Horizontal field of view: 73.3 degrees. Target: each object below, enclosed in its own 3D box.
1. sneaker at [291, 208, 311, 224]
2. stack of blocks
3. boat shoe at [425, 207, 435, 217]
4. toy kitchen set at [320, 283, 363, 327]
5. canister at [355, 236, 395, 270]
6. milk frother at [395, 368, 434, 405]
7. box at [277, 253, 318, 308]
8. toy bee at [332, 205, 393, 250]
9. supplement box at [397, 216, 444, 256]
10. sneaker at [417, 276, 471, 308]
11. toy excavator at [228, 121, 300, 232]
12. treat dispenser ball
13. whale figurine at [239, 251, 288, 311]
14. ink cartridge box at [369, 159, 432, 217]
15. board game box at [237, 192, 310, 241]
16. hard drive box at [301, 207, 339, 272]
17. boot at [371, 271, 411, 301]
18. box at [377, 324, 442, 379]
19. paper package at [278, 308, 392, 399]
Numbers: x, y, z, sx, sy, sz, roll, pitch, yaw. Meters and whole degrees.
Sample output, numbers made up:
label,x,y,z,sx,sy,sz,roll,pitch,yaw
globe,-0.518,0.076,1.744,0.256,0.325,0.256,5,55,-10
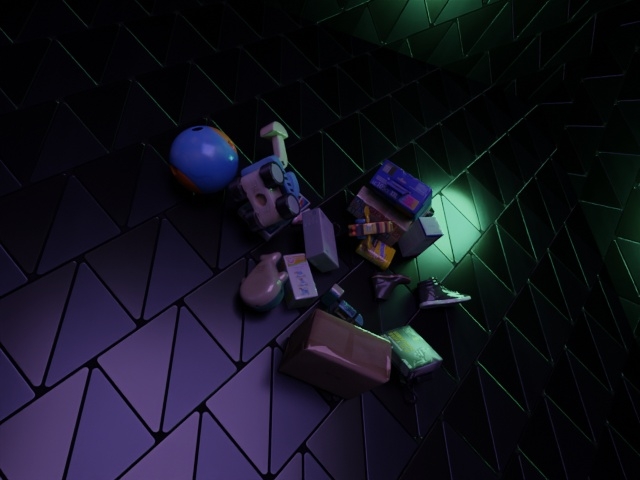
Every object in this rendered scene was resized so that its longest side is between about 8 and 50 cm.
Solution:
label,x,y,z,sx,sy,sz,roll,pitch,yaw
sneaker,-0.073,-0.099,2.044,0.070,0.051,0.134,44,48,12
stack of blocks,0.282,-0.114,2.146,0.297,0.171,0.087,36,52,0
boat shoe,0.505,-0.235,2.367,0.301,0.102,0.108,49,53,8
toy kitchen set,0.074,0.323,1.811,0.207,0.122,0.166,41,52,3
canister,0.266,0.052,2.100,0.169,0.073,0.126,32,52,-2
milk frother,0.407,0.604,1.826,0.134,0.129,0.143,-6,107,-27
box,-0.101,0.171,1.826,0.103,0.114,0.203,-6,63,-25
toy bee,0.193,-0.041,1.996,0.298,0.162,0.195,-27,93,7
supplement box,0.494,-0.016,2.155,0.111,0.220,0.114,-3,61,-27
sneaker,0.604,0.247,2.116,0.295,0.104,0.147,-1,67,-21
toy excavator,-0.211,-0.298,1.926,0.433,0.222,0.445,64,25,-10
treat dispenser ball,-0.497,-0.344,1.845,0.288,0.288,0.288,12,57,-19
whale figurine,-0.219,0.172,1.759,0.272,0.216,0.141,-81,152,-46
ink cartridge box,0.397,-0.232,2.106,0.270,0.395,0.151,37,89,16
board game box,-0.212,-0.151,2.010,0.193,0.053,0.305,43,53,5
hard drive box,0.000,0.000,1.934,0.181,0.089,0.232,47,30,-55
boot,0.336,0.230,2.032,0.197,0.077,0.137,4,63,-8
box,0.373,0.472,1.836,0.183,0.056,0.231,-9,34,-28
paper package,0.051,0.438,1.612,0.324,0.309,0.168,25,51,-10
